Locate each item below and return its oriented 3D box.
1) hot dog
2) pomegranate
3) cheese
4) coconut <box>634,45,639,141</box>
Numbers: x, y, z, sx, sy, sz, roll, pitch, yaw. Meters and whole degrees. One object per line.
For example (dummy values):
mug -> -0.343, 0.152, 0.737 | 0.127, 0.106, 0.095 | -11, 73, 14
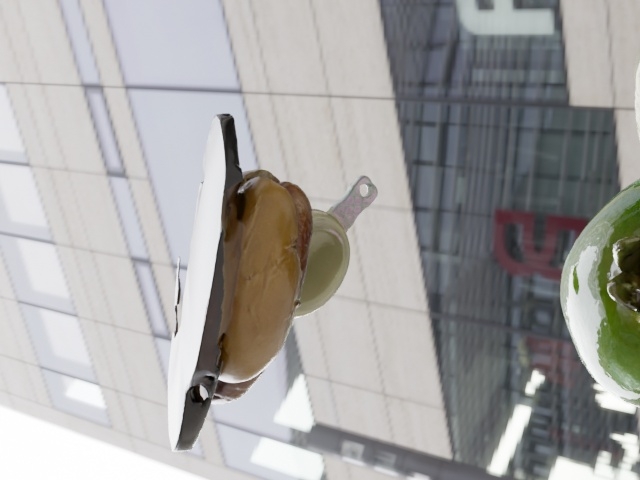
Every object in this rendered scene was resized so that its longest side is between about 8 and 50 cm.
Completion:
hot dog -> -0.078, 0.047, 1.076 | 0.107, 0.194, 0.326 | 6, -53, -17
pomegranate -> 0.387, 0.025, 1.181 | 0.310, 0.216, 0.358 | -44, -28, 20
cheese -> 0.000, 0.000, 1.472 | 0.227, 0.064, 0.137 | -49, -57, -17
coconut -> 0.431, -0.129, 0.893 | 0.323, 0.323, 0.323 | -13, -73, -50
